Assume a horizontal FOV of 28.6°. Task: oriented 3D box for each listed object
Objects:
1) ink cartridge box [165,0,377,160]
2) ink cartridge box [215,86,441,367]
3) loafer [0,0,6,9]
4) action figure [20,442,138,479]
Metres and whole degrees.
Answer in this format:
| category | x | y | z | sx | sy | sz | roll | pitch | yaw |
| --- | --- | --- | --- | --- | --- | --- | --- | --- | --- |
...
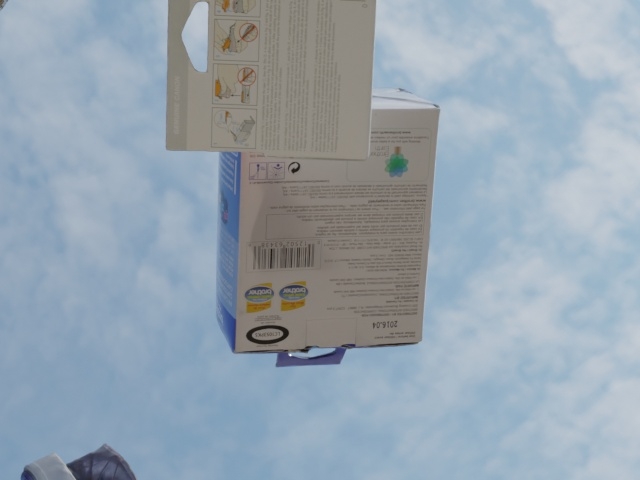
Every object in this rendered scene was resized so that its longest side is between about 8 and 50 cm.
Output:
| category | x | y | z | sx | sy | sz | roll | pitch | yaw |
| --- | --- | --- | --- | --- | --- | --- | --- | --- | --- |
| ink cartridge box | -0.056 | -0.234 | 1.460 | 0.239 | 0.060 | 0.275 | 2 | -78 | -1 |
| ink cartridge box | 0.000 | 0.000 | 1.687 | 0.270 | 0.151 | 0.395 | -2 | -74 | -14 |
| loafer | -0.323 | -0.347 | 1.263 | 0.092 | 0.102 | 0.268 | 19 | -99 | -18 |
| action figure | -0.257 | 0.206 | 0.784 | 0.285 | 0.099 | 0.185 | -14 | -53 | -28 |
